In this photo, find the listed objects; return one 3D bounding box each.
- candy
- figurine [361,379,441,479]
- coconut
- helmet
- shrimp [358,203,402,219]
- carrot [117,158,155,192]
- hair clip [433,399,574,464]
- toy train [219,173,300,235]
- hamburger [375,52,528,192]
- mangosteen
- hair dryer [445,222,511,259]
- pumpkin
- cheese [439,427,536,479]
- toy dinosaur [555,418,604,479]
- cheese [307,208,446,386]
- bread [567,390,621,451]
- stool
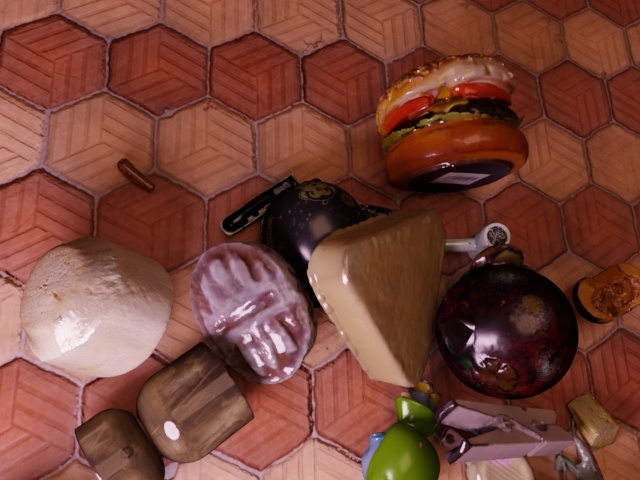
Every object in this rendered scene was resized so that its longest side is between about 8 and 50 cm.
[{"bbox_3d":[-0.128,0.137,1.118,0.214,0.157,0.290,-33,84,11],"label":"candy"},{"bbox_3d":[0.175,0.409,1.137,0.162,0.143,0.263,56,49,-32],"label":"figurine"},{"bbox_3d":[-0.389,0.126,1.029,0.237,0.266,0.238,-11,67,25],"label":"coconut"},{"bbox_3d":[0.000,0.000,1.197,0.230,0.160,0.279,0,81,-21],"label":"helmet"},{"bbox_3d":[0.143,-0.041,1.326,0.160,0.034,0.091,13,71,-11],"label":"shrimp"},{"bbox_3d":[-0.399,-0.140,1.220,0.093,0.032,0.032,41,68,-5],"label":"carrot"},{"bbox_3d":[0.381,0.396,1.169,0.330,0.085,0.101,13,33,-32],"label":"hair clip"},{"bbox_3d":[-0.134,-0.076,1.258,0.207,0.047,0.043,-36,84,-21],"label":"toy train"},{"bbox_3d":[0.288,-0.256,1.279,0.329,0.330,0.250,-2,79,-15],"label":"hamburger"},{"bbox_3d":[0.385,0.180,1.192,0.310,0.311,0.312,4,72,-13],"label":"mangosteen"},{"bbox_3d":[0.310,0.004,1.318,0.236,0.131,0.073,1,75,0],"label":"hair dryer"},{"bbox_3d":[0.690,0.137,1.372,0.183,0.108,0.119,-18,71,-11],"label":"pumpkin"},{"bbox_3d":[0.350,0.477,1.200,0.227,0.064,0.137,36,64,-3],"label":"cheese"},{"bbox_3d":[0.599,0.525,1.255,0.167,0.053,0.242,8,71,-13],"label":"toy dinosaur"},{"bbox_3d":[0.118,0.082,1.128,0.383,0.104,0.385,-2,93,-50],"label":"cheese"},{"bbox_3d":[0.622,0.422,1.313,0.084,0.080,0.109,-17,43,-19],"label":"bread"},{"bbox_3d":[-0.275,0.331,1.024,0.264,0.179,0.179,-33,83,-22],"label":"stool"}]
